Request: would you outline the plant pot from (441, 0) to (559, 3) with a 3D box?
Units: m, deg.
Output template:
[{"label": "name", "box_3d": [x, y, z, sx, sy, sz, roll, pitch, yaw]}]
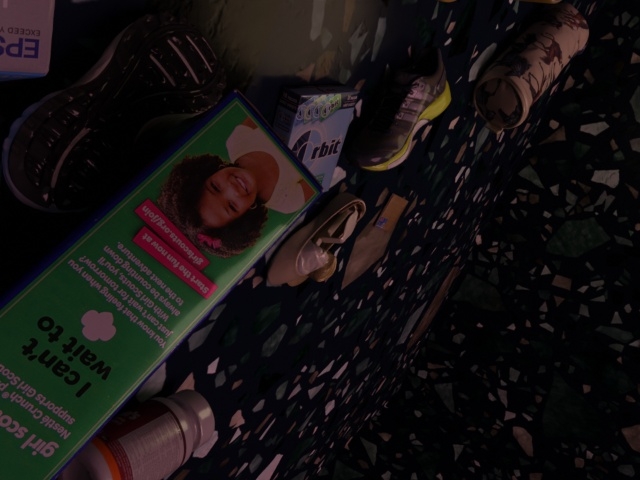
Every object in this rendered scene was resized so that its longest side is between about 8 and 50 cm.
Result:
[{"label": "plant pot", "box_3d": [0.261, -0.458, 0.727, 0.254, 0.239, 0.254, -42, 152, -29]}]

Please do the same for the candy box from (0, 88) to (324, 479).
[{"label": "candy box", "box_3d": [-0.182, 0.034, 0.479, 0.317, 0.122, 0.268, -50, -163, -17]}]

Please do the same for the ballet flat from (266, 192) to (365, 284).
[{"label": "ballet flat", "box_3d": [0.000, 0.000, 0.983, 0.248, 0.086, 0.086, -48, 155, -21]}]

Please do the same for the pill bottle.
[{"label": "pill bottle", "box_3d": [-0.280, 0.323, 0.803, 0.221, 0.121, 0.121, -15, 132, -57]}]

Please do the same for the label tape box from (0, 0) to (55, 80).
[{"label": "label tape box", "box_3d": [-0.270, -0.162, 0.244, 0.249, 0.115, 0.347, -20, 136, -53]}]

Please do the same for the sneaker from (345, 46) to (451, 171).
[{"label": "sneaker", "box_3d": [0.139, -0.246, 0.946, 0.300, 0.111, 0.121, -52, 146, -25]}]

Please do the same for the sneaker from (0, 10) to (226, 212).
[{"label": "sneaker", "box_3d": [-0.191, -0.125, 0.479, 0.100, 0.108, 0.271, 55, 48, -25]}]

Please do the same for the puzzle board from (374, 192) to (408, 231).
[{"label": "puzzle board", "box_3d": [0.184, -0.072, 1.332, 0.096, 0.011, 0.128, -60, 155, 10]}]

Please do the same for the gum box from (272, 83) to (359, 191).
[{"label": "gum box", "box_3d": [-0.020, -0.152, 0.812, 0.157, 0.041, 0.184, -24, 139, -51]}]

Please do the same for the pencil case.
[{"label": "pencil case", "box_3d": [0.578, -0.473, 1.401, 0.410, 0.160, 0.183, -46, 139, -24]}]

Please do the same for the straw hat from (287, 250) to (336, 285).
[{"label": "straw hat", "box_3d": [-0.001, 0.051, 1.071, 0.144, 0.061, 0.144, -42, 151, -29]}]
